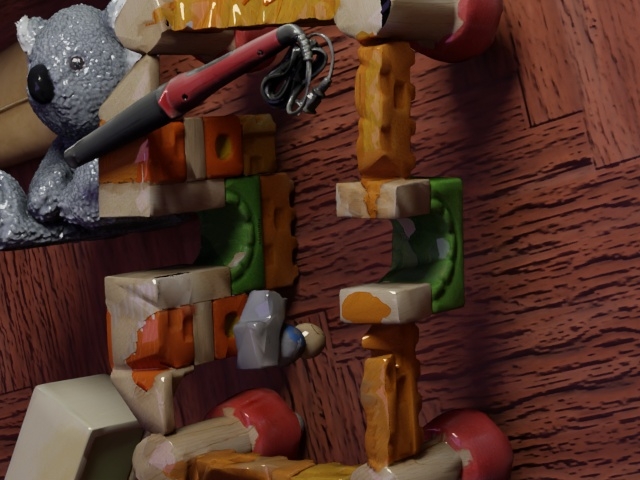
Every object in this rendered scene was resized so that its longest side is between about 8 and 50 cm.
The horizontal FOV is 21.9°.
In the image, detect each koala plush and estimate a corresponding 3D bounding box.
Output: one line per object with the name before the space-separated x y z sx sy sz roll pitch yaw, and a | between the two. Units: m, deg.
koala plush | -0.211 -0.114 1.526 0.196 0.203 0.221 -12 86 36

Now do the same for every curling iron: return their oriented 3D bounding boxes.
curling iron | -0.103 -0.102 1.287 0.274 0.035 0.068 -16 86 33

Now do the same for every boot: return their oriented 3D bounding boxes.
boot | -0.336 -0.080 1.697 0.269 0.089 0.236 -17 84 35

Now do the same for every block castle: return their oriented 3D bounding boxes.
block castle | 0.000 0.000 1.379 0.303 0.213 0.453 1 96 33

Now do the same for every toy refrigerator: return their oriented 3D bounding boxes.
toy refrigerator | -0.258 0.277 1.654 0.094 0.102 0.269 32 111 31
